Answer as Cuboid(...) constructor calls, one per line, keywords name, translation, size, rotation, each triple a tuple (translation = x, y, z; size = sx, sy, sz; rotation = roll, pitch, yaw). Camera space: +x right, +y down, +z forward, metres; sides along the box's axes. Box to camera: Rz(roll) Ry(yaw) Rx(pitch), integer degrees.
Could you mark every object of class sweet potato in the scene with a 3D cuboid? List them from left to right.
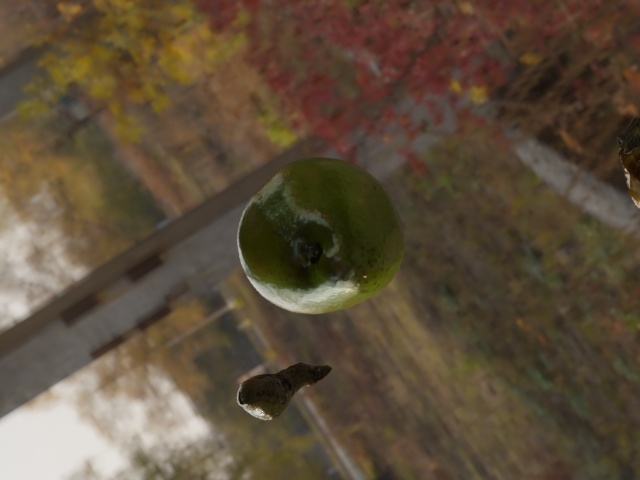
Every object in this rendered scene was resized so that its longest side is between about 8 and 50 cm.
Cuboid(name="sweet potato", translation=(-0.036, 0.125, 1.223), size=(0.153, 0.041, 0.038), rotation=(-11, -91, -67))

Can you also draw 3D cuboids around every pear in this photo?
Cuboid(name="pear", translation=(0.000, 0.000, 1.654), size=(0.187, 0.187, 0.219), rotation=(60, -172, -20))

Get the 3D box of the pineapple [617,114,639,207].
Cuboid(name="pineapple", translation=(0.297, -0.082, 0.967), size=(0.114, 0.236, 0.186), rotation=(58, 176, -26))
